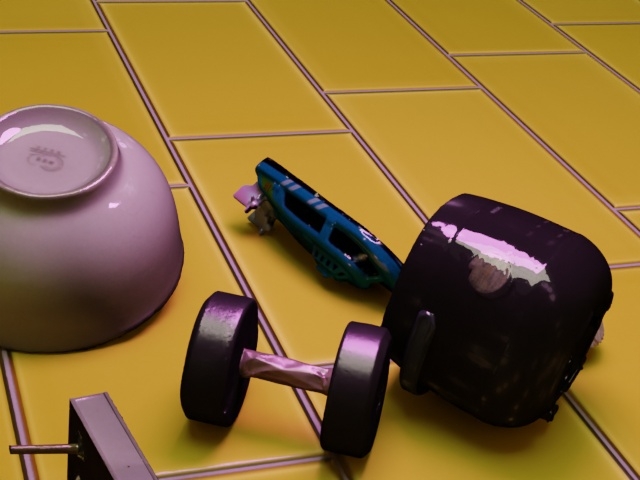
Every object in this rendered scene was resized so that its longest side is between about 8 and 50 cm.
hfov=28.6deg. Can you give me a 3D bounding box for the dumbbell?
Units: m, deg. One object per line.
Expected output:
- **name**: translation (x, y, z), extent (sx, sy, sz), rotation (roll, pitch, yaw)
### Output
- **dumbbell**: translation (-0.036, 0.151, 1.424), extent (0.218, 0.152, 0.152), rotation (12, 30, 7)

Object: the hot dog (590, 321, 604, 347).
- **hot dog**: translation (0.268, 0.075, 1.707), extent (0.144, 0.075, 0.268), rotation (-13, 31, -40)

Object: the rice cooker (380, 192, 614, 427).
- **rice cooker**: translation (0.213, 0.087, 1.500), extent (0.224, 0.267, 0.267), rotation (27, 34, 17)

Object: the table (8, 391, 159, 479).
- **table**: translation (-0.217, 0.270, 1.203), extent (0.111, 0.122, 0.240), rotation (-10, 33, -27)

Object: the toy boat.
- **toy boat**: translation (0.000, 0.000, 1.767), extent (0.092, 0.134, 0.299), rotation (-44, 50, -9)

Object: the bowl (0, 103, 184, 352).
- **bowl**: translation (-0.343, -0.048, 1.591), extent (0.353, 0.185, 0.354), rotation (5, 46, -5)
